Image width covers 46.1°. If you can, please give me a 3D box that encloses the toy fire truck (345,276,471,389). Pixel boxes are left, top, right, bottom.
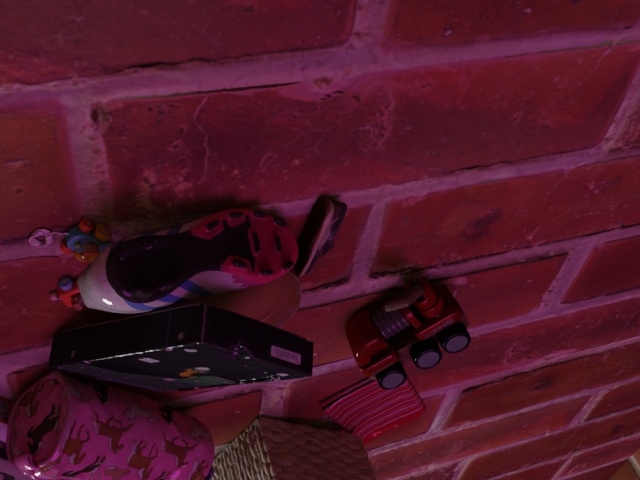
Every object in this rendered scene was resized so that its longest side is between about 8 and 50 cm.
[{"bbox_3d":[0.139,0.150,1.371,0.217,0.158,0.246,-32,131,10],"label":"toy fire truck"}]

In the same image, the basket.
[{"bbox_3d":[-0.056,0.592,1.623,0.331,0.328,0.266,21,119,-34],"label":"basket"}]

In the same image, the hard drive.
[{"bbox_3d":[-0.211,0.170,1.134,0.339,0.064,0.237,-15,152,36],"label":"hard drive"}]

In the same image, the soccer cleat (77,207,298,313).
[{"bbox_3d":[-0.182,0.028,1.054,0.331,0.116,0.143,-10,172,-45],"label":"soccer cleat"}]

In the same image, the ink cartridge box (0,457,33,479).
[{"bbox_3d":[-0.616,0.422,1.246,0.198,0.115,0.273,-11,147,17],"label":"ink cartridge box"}]

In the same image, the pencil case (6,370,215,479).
[{"bbox_3d":[-0.354,0.352,1.305,0.160,0.167,0.386,-43,140,7],"label":"pencil case"}]

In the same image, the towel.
[{"bbox_3d":[0.129,0.388,1.737,0.199,0.031,0.275,-29,143,4],"label":"towel"}]

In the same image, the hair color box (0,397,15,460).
[{"bbox_3d":[-0.526,0.331,1.282,0.093,0.053,0.167,-30,142,9],"label":"hair color box"}]

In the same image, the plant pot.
[{"bbox_3d":[-0.146,0.106,1.237,0.236,0.032,0.236,-15,142,-12],"label":"plant pot"}]

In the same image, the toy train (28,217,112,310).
[{"bbox_3d":[-0.331,0.043,1.044,0.125,0.046,0.166,-18,143,-9],"label":"toy train"}]

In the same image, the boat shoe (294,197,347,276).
[{"bbox_3d":[0.000,0.000,1.169,0.049,0.056,0.152,4,135,-25],"label":"boat shoe"}]
